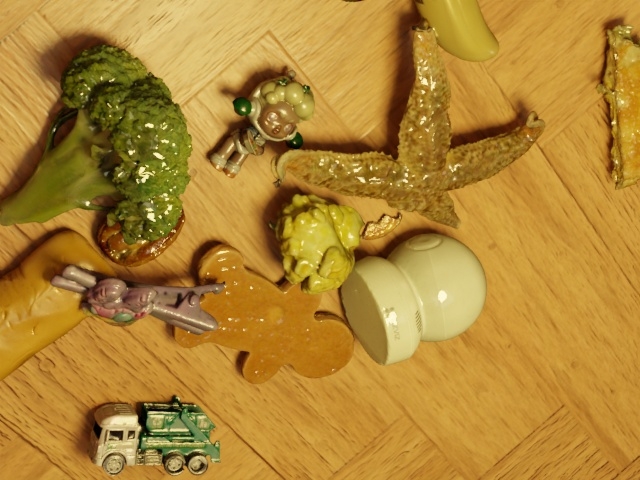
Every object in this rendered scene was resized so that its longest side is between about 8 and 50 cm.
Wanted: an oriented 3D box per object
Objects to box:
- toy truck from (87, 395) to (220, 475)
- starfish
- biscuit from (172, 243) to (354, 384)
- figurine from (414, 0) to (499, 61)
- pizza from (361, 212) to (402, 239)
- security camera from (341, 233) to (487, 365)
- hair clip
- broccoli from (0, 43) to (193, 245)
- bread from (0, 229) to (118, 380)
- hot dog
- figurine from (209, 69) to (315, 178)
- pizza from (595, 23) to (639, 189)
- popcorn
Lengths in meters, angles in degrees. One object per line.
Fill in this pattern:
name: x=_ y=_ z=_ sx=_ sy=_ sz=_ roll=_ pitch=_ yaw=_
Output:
toy truck: x=-0.279 y=0.325 z=1.811 sx=0.216 sy=0.110 sz=0.116 roll=5 pitch=97 yaw=-21
starfish: x=0.163 y=-0.159 z=1.735 sx=0.432 sy=0.082 sz=0.324 roll=22 pitch=114 yaw=-34
biscuit: x=-0.088 y=0.141 z=1.834 sx=0.340 sy=0.047 sz=0.216 roll=21 pitch=105 yaw=-28
figurine: x=0.229 y=-0.434 z=1.675 sx=0.222 sy=0.124 sz=0.324 roll=-30 pitch=122 yaw=-10
pizza: x=0.106 y=-0.025 z=1.854 sx=0.083 sy=0.016 sz=0.037 roll=-29 pitch=119 yaw=-3
security camera: x=0.174 y=0.090 z=1.831 sx=0.236 sy=0.194 sz=0.194 roll=-21 pitch=117 yaw=-17
hair clip: x=-0.265 y=0.092 z=1.633 sx=0.278 sy=0.137 sz=0.090 roll=7 pitch=71 yaw=-33
broccoli: x=-0.298 y=-0.116 z=1.588 sx=0.254 sy=0.186 sz=0.302 roll=33 pitch=122 yaw=6
bread: x=-0.460 y=0.116 z=1.665 sx=0.305 sy=0.091 sz=0.142 roll=-38 pitch=114 yaw=-3
hot dog: x=-0.280 y=-0.021 z=1.686 sx=0.147 sy=0.065 sz=0.099 roll=-34 pitch=109 yaw=-2
figurine: x=-0.089 y=-0.176 z=1.674 sx=0.147 sy=0.093 sz=0.197 roll=29 pitch=102 yaw=-40
pizza: x=0.576 y=-0.272 z=1.896 sx=0.280 sy=0.075 sz=0.287 roll=-38 pitch=117 yaw=-7
popcorn: x=-0.012 y=0.001 z=1.737 sx=0.142 sy=0.173 sz=0.173 roll=5 pitch=116 yaw=21
